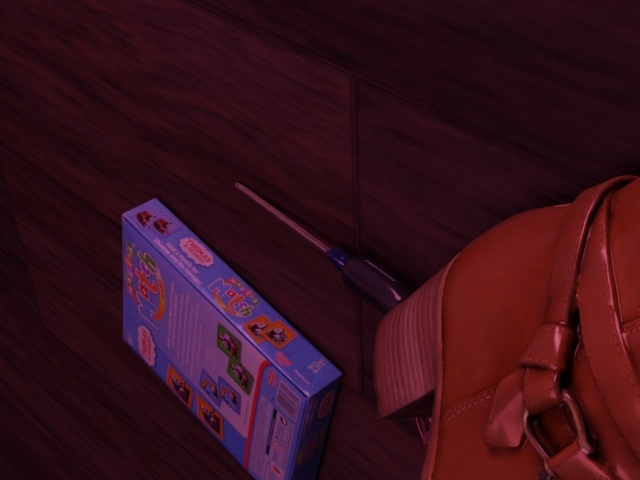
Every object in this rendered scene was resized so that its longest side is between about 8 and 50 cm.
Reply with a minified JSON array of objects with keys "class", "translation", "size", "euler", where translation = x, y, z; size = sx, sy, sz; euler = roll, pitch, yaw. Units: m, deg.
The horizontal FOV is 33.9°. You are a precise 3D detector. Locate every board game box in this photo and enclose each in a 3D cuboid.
[{"class":"board game box","translation":[-0.078,0.089,0.817],"size":[0.211,0.039,0.160],"euler":[41,144,24]}]

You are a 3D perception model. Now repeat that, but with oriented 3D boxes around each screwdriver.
[{"class":"screwdriver","translation":[0.000,0.000,0.664],"size":[0.170,0.025,0.024],"euler":[41,146,40]}]

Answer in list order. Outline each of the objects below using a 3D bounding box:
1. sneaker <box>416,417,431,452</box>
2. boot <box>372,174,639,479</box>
[{"class":"sneaker","translation":[0.072,0.099,0.624],"size":[0.057,0.047,0.119],"euler":[27,137,56]},{"class":"boot","translation":[0.127,0.116,0.450],"size":[0.220,0.109,0.284],"euler":[-36,53,51]}]
